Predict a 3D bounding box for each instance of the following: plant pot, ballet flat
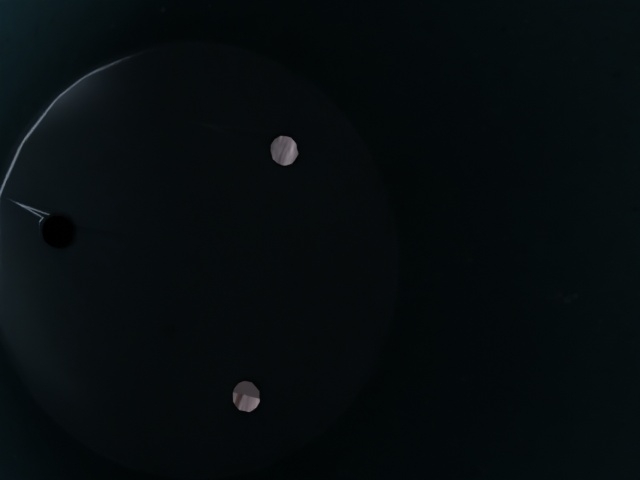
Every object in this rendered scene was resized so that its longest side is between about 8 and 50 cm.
[{"bbox_3d":[0.000,0.000,0.509,0.195,0.290,0.290,-9,-117,66],"label":"plant pot"},{"bbox_3d":[-0.052,-0.030,0.635,0.049,0.057,0.173,38,66,-30],"label":"ballet flat"}]

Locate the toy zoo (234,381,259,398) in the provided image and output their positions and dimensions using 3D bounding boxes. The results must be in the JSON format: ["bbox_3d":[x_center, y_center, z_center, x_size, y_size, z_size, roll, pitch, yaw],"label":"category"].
[{"bbox_3d":[0.013,0.114,0.785,0.293,0.192,0.030,90,18,-50],"label":"toy zoo"}]
